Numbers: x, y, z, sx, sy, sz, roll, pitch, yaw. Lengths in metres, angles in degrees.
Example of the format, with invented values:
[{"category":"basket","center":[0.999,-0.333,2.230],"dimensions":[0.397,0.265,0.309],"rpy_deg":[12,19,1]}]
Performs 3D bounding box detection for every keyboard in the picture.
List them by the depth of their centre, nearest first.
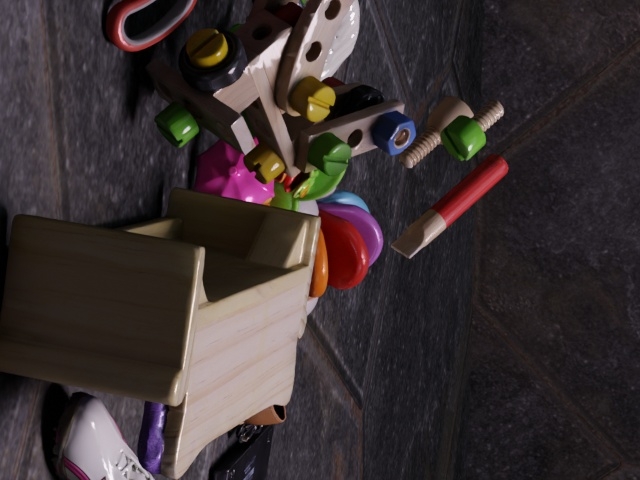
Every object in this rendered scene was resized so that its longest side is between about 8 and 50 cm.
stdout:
[{"category":"keyboard","center":[-0.087,0.247,1.794],"dimensions":[0.180,0.023,0.108],"rpy_deg":[-41,142,-71]}]

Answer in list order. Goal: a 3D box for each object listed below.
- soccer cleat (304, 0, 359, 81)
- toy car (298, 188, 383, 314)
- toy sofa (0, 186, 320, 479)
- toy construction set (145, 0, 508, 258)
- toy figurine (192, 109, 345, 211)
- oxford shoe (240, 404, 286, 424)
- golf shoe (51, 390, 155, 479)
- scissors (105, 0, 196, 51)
[{"category":"soccer cleat","center":[-0.015,-0.187,1.689],"dimensions":[0.076,0.068,0.196],"rpy_deg":[-50,172,-51]},{"category":"toy car","center":[0.000,0.000,1.794],"dimensions":[0.182,0.136,0.159],"rpy_deg":[-58,150,-60]},{"category":"toy sofa","center":[-0.123,0.062,1.307],"dimensions":[0.362,0.150,0.177],"rpy_deg":[-21,121,-74]},{"category":"toy construction set","center":[-0.012,-0.105,1.434],"dimensions":[0.237,0.309,0.257],"rpy_deg":[-42,169,-24]},{"category":"toy figurine","center":[-0.073,-0.060,1.605],"dimensions":[0.159,0.130,0.173],"rpy_deg":[-35,156,-54]},{"category":"oxford shoe","center":[-0.066,0.104,1.707],"dimensions":[0.076,0.076,0.212],"rpy_deg":[-59,150,-55]},{"category":"golf shoe","center":[-0.167,0.195,1.322],"dimensions":[0.067,0.086,0.186],"rpy_deg":[-68,158,-43]},{"category":"scissors","center":[-0.085,-0.268,1.368],"dimensions":[0.297,0.021,0.109],"rpy_deg":[-43,134,-35]}]
